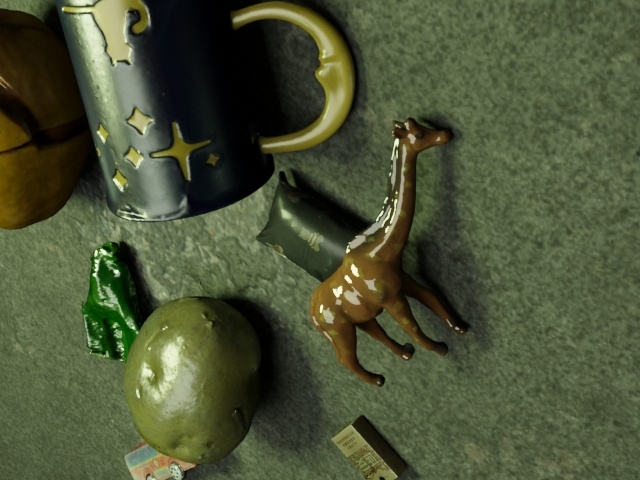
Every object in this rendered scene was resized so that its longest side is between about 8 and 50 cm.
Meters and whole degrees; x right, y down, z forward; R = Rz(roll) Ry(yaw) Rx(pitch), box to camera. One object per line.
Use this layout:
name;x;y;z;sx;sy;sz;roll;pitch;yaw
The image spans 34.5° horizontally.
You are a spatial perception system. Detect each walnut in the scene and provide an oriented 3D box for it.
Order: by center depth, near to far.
walnut;-0.372;-0.126;1.226;0.209;0.209;0.336;41;151;13

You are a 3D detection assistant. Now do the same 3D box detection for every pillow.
pillow;0.000;0.000;1.075;0.150;0.048;0.090;34;141;19

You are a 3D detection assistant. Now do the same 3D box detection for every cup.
cup;-0.114;-0.181;1.004;0.178;0.254;0.256;-122;20;-62

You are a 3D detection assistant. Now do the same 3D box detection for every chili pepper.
chili pepper;-0.268;0.100;1.393;0.108;0.062;0.216;16;128;27

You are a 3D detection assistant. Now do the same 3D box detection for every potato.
potato;-0.155;0.170;1.270;0.177;0.160;0.235;26;127;-1

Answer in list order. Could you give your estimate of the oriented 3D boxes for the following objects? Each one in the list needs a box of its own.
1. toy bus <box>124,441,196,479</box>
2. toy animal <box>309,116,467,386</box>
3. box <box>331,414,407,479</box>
toy bus;-0.218;0.312;1.497;0.192;0.065;0.077;-35;85;50
toy animal;0.071;0.016;0.991;0.224;0.066;0.230;-29;110;21
box;0.057;0.252;1.224;0.083;0.024;0.053;48;140;7
